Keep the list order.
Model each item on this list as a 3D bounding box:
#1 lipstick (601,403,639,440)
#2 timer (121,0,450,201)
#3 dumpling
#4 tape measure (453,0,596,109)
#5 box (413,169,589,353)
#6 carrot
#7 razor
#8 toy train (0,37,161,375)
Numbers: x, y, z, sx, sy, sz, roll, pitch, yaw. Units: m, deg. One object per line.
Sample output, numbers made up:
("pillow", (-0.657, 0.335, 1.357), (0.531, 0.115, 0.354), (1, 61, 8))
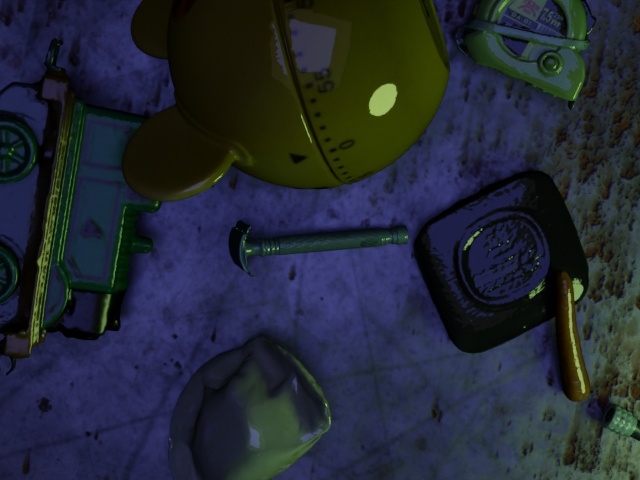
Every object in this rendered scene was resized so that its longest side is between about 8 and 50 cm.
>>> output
("lipstick", (0.435, 0.260, 1.732), (0.116, 0.037, 0.037), (28, 95, -8))
("timer", (-0.052, -0.218, 1.536), (0.386, 0.376, 0.376), (-15, 96, 12))
("dumpling", (-0.105, 0.231, 1.691), (0.252, 0.131, 0.179), (-37, 71, 22))
("tape measure", (0.267, -0.271, 1.646), (0.177, 0.087, 0.154), (21, 107, -1))
("box", (0.241, 0.029, 1.700), (0.212, 0.042, 0.201), (-25, 96, 1))
("carrot", (0.326, 0.126, 1.695), (0.037, 0.037, 0.190), (-12, 110, 0))
("razor", (0.000, 0.000, 1.683), (0.231, 0.106, 0.068), (-6, 97, -12))
("toy train", (-0.323, -0.034, 1.630), (0.249, 0.178, 0.430), (8, 96, -13))
